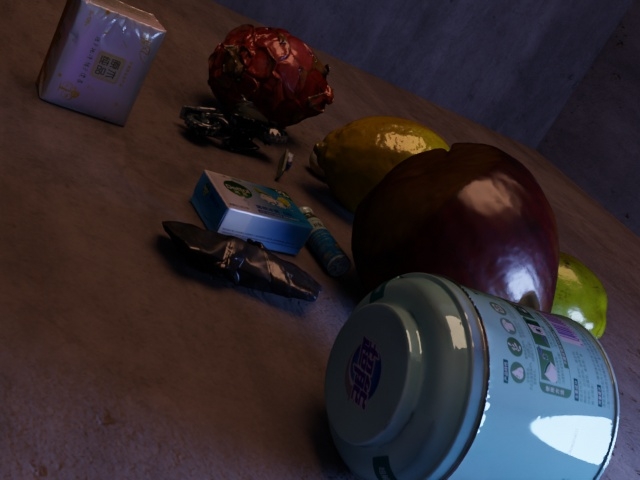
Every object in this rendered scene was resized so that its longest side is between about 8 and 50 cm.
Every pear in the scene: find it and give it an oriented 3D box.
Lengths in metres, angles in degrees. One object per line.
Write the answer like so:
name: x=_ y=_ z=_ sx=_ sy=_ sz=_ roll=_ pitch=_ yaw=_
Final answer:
pear: x=0.510 y=0.126 z=1.789 sx=0.212 sy=0.212 sz=0.269 roll=3 pitch=42 yaw=-50

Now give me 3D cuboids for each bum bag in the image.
bum bag: x=-0.123 y=0.035 z=1.352 sx=0.310 sy=0.074 sz=0.137 roll=20 pitch=13 yaw=-25

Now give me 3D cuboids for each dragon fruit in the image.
dragon fruit: x=-0.137 y=-0.424 z=2.111 sx=0.342 sy=0.277 sz=0.277 roll=12 pitch=26 yaw=-50

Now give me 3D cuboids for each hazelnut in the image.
hazelnut: x=0.243 y=0.016 z=1.501 sx=0.402 sy=0.402 sz=0.429 roll=23 pitch=16 yaw=-18

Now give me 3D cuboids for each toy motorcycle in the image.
toy motorcycle: x=-0.210 y=-0.281 z=1.918 sx=0.270 sy=0.106 sz=0.159 roll=4 pitch=30 yaw=-37

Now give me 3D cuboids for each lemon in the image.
lemon: x=0.160 y=-0.163 z=1.926 sx=0.316 sy=0.285 sz=0.285 roll=-13 pitch=43 yaw=-32

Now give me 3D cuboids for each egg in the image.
egg: x=0.009 y=-0.197 z=2.059 sx=0.071 sy=0.071 sz=0.083 roll=13 pitch=28 yaw=-38

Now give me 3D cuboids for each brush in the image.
brush: x=-0.086 y=-0.179 z=1.950 sx=0.030 sy=0.033 sz=0.178 roll=40 pitch=18 yaw=-14

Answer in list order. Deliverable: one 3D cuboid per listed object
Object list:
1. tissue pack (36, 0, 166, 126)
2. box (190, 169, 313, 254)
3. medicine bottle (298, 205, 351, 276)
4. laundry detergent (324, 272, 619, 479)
tissue pack: x=-0.451 y=-0.376 z=1.648 sx=0.185 sy=0.225 sz=0.124 roll=15 pitch=24 yaw=-34
box: x=-0.131 y=-0.051 z=1.535 sx=0.194 sy=0.073 sz=0.139 roll=13 pitch=27 yaw=-37
medicine bottle: x=0.000 y=0.000 z=1.623 sx=0.051 sy=0.051 sz=0.191 roll=14 pitch=26 yaw=-36
laundry detergent: x=0.179 y=0.201 z=1.063 sx=0.305 sy=0.287 sz=0.287 roll=18 pitch=24 yaw=-29
